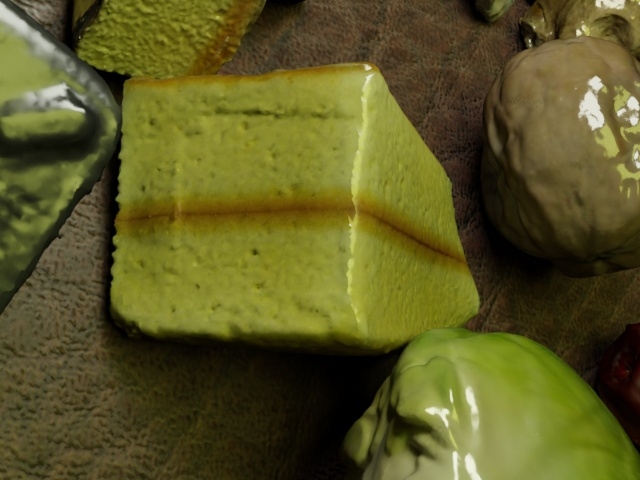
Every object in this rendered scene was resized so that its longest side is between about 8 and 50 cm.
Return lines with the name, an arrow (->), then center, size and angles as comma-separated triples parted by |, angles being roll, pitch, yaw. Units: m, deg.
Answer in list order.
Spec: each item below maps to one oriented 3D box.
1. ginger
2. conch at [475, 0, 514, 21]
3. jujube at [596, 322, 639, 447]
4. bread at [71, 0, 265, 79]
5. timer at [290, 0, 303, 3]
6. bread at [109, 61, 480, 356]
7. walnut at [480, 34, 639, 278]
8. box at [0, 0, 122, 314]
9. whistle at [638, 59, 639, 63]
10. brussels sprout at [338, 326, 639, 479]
ginger -> 0.343, -0.316, 1.337 | 0.219, 0.270, 0.123 | -32, 129, -6
conch -> 0.205, -0.387, 1.250 | 0.178, 0.163, 0.245 | -31, 125, -26
jujube -> 0.486, 0.206, 1.245 | 0.342, 0.216, 0.216 | 25, 60, -24
bread -> -0.135, -0.208, 0.913 | 0.147, 0.152, 0.127 | 13, 56, -36
timer -> -0.049, -0.318, 1.016 | 0.055, 0.187, 0.144 | -20, 87, 3
bread -> 0.000, 0.000, 0.994 | 0.362, 0.245, 0.233 | 28, 63, -67
walnut -> 0.296, -0.095, 1.165 | 0.273, 0.227, 0.273 | 18, 59, -32
box -> -0.344, -0.048, 0.647 | 0.350, 0.091, 0.359 | 37, 78, -25
whistle -> 0.492, -0.178, 1.404 | 0.348, 0.189, 0.189 | 1, 74, -50
brussels sprout -> 0.138, 0.238, 0.894 | 0.344, 0.268, 0.344 | 26, 42, -26
